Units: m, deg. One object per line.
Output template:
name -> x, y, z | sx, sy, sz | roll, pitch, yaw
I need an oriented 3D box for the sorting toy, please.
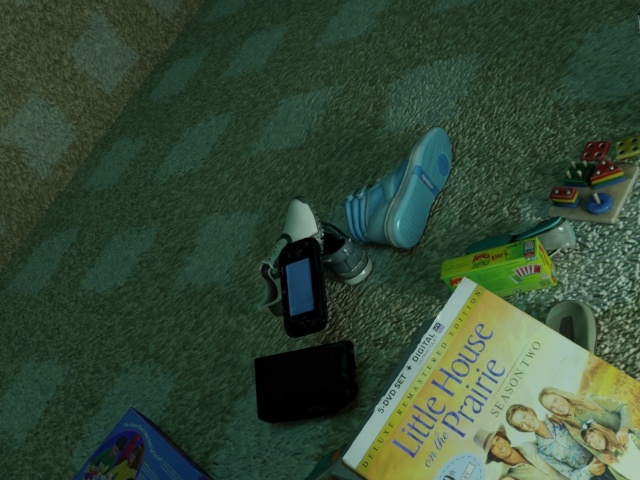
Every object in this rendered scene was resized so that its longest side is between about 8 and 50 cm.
sorting toy -> 0.505, -0.107, 1.348 | 0.132, 0.046, 0.274 | 9, 58, 48

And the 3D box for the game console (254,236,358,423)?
game console -> -0.042, 0.174, 1.450 | 0.213, 0.044, 0.361 | -16, 67, 26

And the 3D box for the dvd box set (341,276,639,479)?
dvd box set -> 0.282, 0.278, 0.922 | 0.421, 0.062, 0.307 | 33, 73, 16

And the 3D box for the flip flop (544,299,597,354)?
flip flop -> 0.378, 0.196, 1.111 | 0.112, 0.080, 0.277 | -16, 42, 32

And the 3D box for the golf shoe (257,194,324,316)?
golf shoe -> -0.066, 0.038, 1.568 | 0.105, 0.120, 0.272 | 17, 105, 57

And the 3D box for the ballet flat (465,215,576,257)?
ballet flat -> 0.365, 0.017, 1.327 | 0.213, 0.068, 0.072 | -21, 14, 42

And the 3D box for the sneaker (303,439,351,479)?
sneaker -> 0.071, 0.366, 1.197 | 0.302, 0.108, 0.121 | -31, -2, -13

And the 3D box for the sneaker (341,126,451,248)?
sneaker -> 0.159, -0.126, 1.635 | 0.208, 0.127, 0.319 | 0, 51, 43

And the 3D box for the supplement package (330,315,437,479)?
supplement package -> 0.178, 0.274, 1.080 | 0.292, 0.175, 0.177 | -55, 2, -18

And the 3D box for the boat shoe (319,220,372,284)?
boat shoe -> 0.000, 0.000, 1.672 | 0.116, 0.099, 0.319 | -47, 35, -7

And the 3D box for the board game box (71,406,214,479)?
board game box -> -0.374, 0.518, 1.489 | 0.233, 0.078, 0.347 | -52, 36, -15

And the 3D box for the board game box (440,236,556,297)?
board game box -> 0.320, 0.059, 1.306 | 0.181, 0.092, 0.043 | -17, 40, 31

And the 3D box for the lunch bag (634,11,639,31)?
lunch bag -> 0.724, -0.364, 1.200 | 0.305, 0.212, 0.256 | -5, 18, -11
